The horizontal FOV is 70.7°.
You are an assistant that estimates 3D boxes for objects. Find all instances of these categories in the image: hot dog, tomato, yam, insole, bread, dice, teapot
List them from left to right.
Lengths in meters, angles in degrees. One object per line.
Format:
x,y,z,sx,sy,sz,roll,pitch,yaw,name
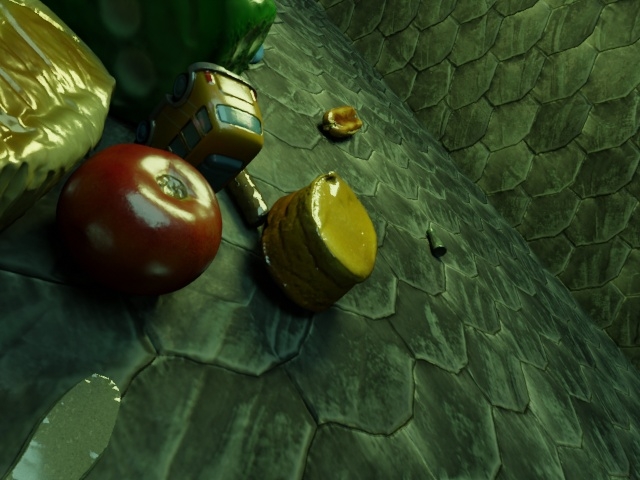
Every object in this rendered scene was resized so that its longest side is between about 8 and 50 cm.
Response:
-0.373,-0.141,0.467,0.236,0.183,0.389,49,18,-26,bread
-0.225,0.189,0.370,0.063,0.010,0.192,39,29,-11,insole
-0.211,-0.023,0.540,0.195,0.136,0.195,35,27,-21,tomato
-0.270,-0.389,0.783,0.300,0.297,0.287,40,25,-9,dice
-0.161,-0.125,0.839,0.056,0.057,0.241,2,51,-52,yam
0.000,0.000,0.785,0.195,0.142,0.270,49,27,-18,bread
0.069,-0.384,1.478,0.100,0.068,0.249,58,30,-4,hot dog
0.349,0.002,1.374,0.042,0.043,0.111,32,26,-24,teapot

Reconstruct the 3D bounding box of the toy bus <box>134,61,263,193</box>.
-0.180,-0.145,0.681,0.126,0.209,0.136,7,56,-51,toy bus

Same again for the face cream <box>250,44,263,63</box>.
-0.270,-0.555,1.230,0.149,0.083,0.264,49,28,13,face cream
